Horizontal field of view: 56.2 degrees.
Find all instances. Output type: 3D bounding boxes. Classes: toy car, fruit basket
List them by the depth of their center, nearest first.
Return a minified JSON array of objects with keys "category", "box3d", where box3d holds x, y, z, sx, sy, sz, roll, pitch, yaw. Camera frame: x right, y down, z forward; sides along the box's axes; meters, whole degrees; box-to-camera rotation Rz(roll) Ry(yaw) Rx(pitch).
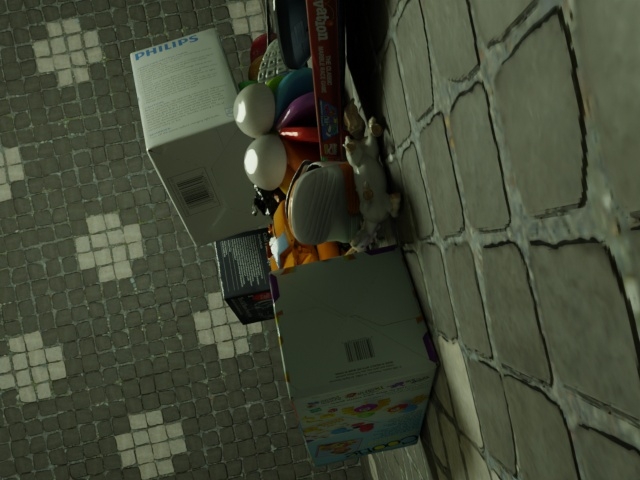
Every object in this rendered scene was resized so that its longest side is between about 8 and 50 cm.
[{"category":"toy car","box3d":[-0.021,-0.153,0.820,0.136,0.159,0.182,-26,72,51]},{"category":"fruit basket","box3d":[-0.110,-0.422,1.526,0.327,0.165,0.354,96,177,-80]}]

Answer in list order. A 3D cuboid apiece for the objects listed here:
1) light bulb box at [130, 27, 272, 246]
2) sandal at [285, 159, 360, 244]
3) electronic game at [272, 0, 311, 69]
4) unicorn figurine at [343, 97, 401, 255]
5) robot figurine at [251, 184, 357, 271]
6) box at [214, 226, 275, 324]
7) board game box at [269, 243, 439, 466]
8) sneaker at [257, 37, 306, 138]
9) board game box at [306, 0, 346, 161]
[{"category":"light bulb box","box3d":[-0.281,-0.249,1.466,0.358,0.225,0.361,77,173,-52]},{"category":"sandal","box3d":[-0.008,-0.048,0.686,0.265,0.076,0.102,-9,-74,-73]},{"category":"electronic game","box3d":[-0.026,-0.288,0.592,0.229,0.048,0.230,1,-90,-86]},{"category":"unicorn figurine","box3d":[0.048,-0.052,0.609,0.111,0.060,0.162,98,176,-83]},{"category":"robot figurine","box3d":[-0.004,-0.008,0.897,0.211,0.085,0.291,32,-150,-30]},{"category":"box","box3d":[-0.112,0.096,1.719,0.343,0.312,0.179,84,173,-71]},{"category":"board game box","box3d":[0.036,0.147,0.696,0.275,0.144,0.142,84,174,-57]},{"category":"sneaker","box3d":[-0.068,-0.298,1.317,0.129,0.110,0.297,-86,-9,-57]},{"category":"board game box","box3d":[0.008,-0.213,0.563,0.281,0.027,0.145,83,-172,-64]}]
